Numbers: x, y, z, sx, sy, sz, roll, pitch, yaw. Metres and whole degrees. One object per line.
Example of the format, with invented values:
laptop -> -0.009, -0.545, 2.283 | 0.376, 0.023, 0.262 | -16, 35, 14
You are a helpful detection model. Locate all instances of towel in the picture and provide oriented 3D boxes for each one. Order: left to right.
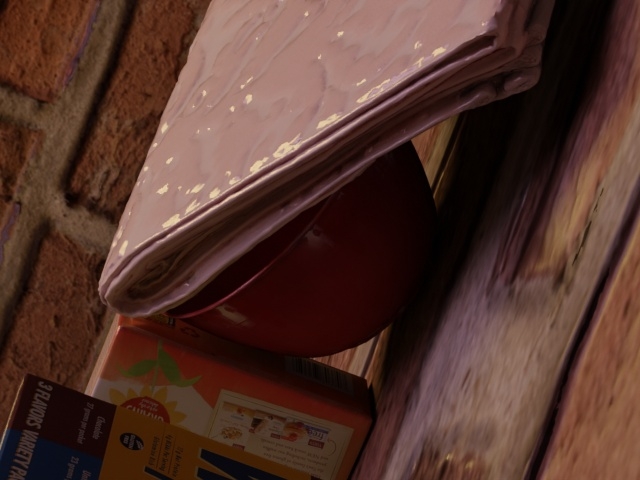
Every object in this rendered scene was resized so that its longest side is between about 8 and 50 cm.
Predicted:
towel -> 0.024, -0.134, 1.083 | 0.317, 0.053, 0.331 | -30, 29, 39

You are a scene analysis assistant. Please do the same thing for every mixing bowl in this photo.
mixing bowl -> 0.000, 0.000, 1.111 | 0.181, 0.098, 0.181 | -39, 24, 21

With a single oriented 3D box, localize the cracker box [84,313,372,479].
cracker box -> -0.085, 0.165, 1.142 | 0.067, 0.156, 0.232 | -96, 29, -72

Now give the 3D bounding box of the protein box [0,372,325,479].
protein box -> -0.095, 0.209, 0.953 | 0.136, 0.200, 0.201 | -83, 17, -57
